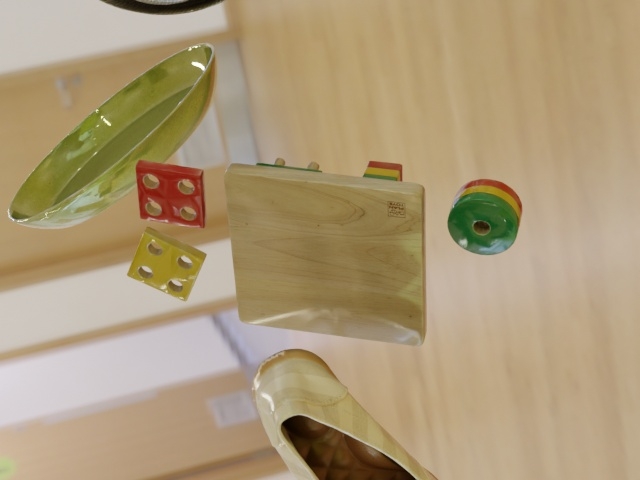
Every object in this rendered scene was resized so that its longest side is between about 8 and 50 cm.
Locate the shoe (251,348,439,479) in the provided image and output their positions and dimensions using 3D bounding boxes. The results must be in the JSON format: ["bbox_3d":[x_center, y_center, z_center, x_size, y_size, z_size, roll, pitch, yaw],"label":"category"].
[{"bbox_3d":[0.030,0.161,1.046,0.219,0.076,0.058,50,-175,-27],"label":"shoe"}]

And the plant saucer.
[{"bbox_3d":[-0.179,-0.087,1.478,0.037,0.241,0.241,51,177,-19],"label":"plant saucer"}]

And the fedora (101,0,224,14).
[{"bbox_3d":[-0.154,-0.298,1.340,0.275,0.244,0.124,53,-162,-20],"label":"fedora"}]

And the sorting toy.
[{"bbox_3d":[0.000,0.000,1.113,0.046,0.275,0.132,-68,-20,-49],"label":"sorting toy"}]
